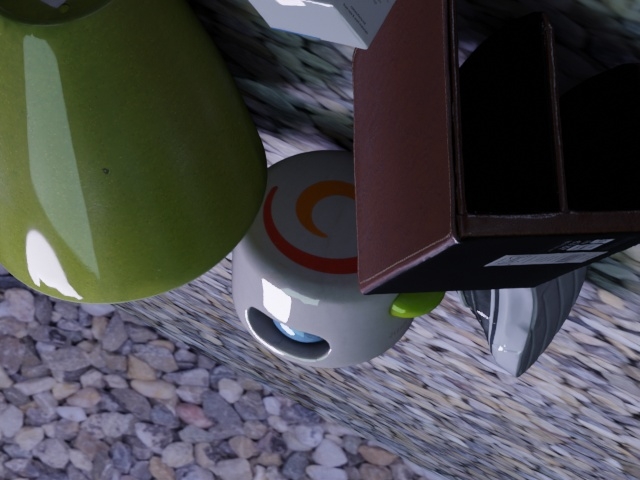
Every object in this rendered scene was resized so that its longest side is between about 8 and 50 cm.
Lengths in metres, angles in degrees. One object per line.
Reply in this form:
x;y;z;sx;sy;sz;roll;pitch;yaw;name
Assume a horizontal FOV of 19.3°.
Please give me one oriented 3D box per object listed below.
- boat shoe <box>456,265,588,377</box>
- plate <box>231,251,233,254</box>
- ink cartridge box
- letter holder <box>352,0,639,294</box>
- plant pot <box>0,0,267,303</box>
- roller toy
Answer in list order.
0.173;0.015;1.767;0.119;0.121;0.335;31;159;21;boat shoe
-0.101;-0.077;1.898;0.024;0.188;0.188;-13;162;2;plate
0.017;-0.191;1.199;0.088;0.122;0.052;17;160;40;ink cartridge box
0.126;-0.085;1.398;0.152;0.214;0.302;-2;172;-11;letter holder
-0.202;-0.138;1.655;0.274;0.275;0.293;23;150;23;plant pot
0.008;0.020;1.850;0.146;0.191;0.209;96;158;-50;roller toy
